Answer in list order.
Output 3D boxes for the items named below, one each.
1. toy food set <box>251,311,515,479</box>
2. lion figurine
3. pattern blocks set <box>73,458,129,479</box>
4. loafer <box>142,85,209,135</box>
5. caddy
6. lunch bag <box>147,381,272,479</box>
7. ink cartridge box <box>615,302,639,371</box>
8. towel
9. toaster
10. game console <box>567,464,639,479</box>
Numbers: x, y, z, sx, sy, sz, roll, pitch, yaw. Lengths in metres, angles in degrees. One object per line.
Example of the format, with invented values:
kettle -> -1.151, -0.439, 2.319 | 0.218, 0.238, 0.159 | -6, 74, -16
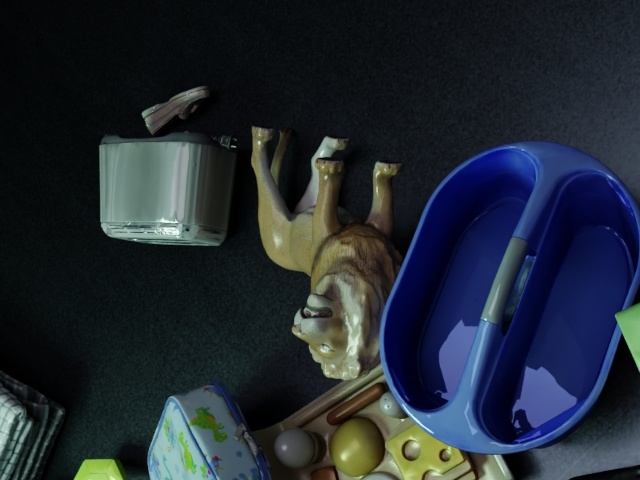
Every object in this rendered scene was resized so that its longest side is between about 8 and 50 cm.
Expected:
toy food set -> 0.060, 0.258, 1.263 | 0.306, 0.092, 0.220 | -36, 65, 21
lion figurine -> 0.000, 0.000, 1.301 | 0.392, 0.142, 0.240 | -133, 45, -68
pattern blocks set -> -0.304, 0.443, 1.439 | 0.324, 0.026, 0.286 | -11, 75, 15
loafer -> -0.207, -0.190, 1.540 | 0.125, 0.045, 0.039 | -18, 89, 34
caddy -> 0.208, 0.063, 1.125 | 0.241, 0.179, 0.341 | 18, 79, 23
lunch bag -> -0.146, 0.291, 1.329 | 0.176, 0.090, 0.219 | 58, 145, 27
ink cartridge box -> 0.450, 0.072, 1.006 | 0.272, 0.198, 0.115 | -28, 69, 24
towel -> -0.528, 0.321, 1.588 | 0.235, 0.121, 0.284 | 26, 96, 33
toaster -> -0.208, -0.070, 1.466 | 0.226, 0.129, 0.147 | 1, 85, 29
game console -> 0.411, 0.278, 1.053 | 0.361, 0.044, 0.213 | -21, 63, 35
